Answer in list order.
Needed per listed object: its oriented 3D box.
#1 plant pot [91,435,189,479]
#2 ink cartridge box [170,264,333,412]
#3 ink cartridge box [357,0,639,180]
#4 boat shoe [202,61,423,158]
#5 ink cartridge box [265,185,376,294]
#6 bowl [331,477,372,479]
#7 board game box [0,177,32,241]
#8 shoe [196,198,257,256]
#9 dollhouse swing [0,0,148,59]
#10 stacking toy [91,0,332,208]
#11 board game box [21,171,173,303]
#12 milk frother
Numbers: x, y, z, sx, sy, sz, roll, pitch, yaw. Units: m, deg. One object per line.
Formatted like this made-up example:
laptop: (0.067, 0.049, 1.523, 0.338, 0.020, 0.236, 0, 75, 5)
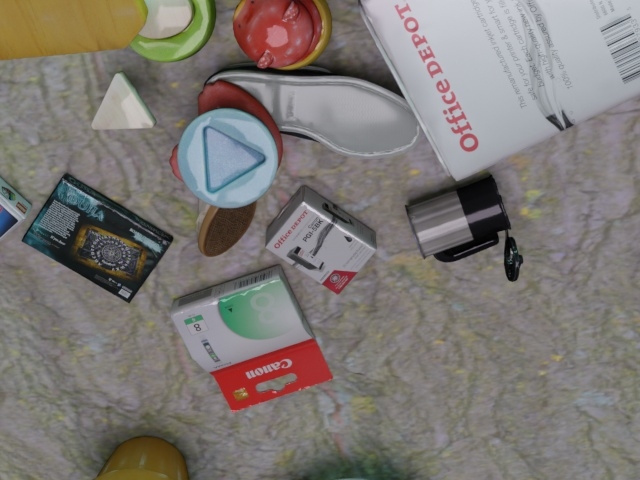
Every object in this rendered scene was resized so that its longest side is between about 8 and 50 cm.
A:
plant pot: (-0.283, 0.413, 1.995, 0.205, 0.188, 0.205, 0, 117, 0)
ink cartridge box: (-0.102, 0.163, 1.942, 0.181, 0.056, 0.224, -19, 114, 10)
ink cartridge box: (0.279, -0.299, 1.636, 0.395, 0.166, 0.285, -25, 114, 12)
boat shoe: (-0.009, -0.188, 1.739, 0.303, 0.091, 0.114, 14, 110, -4)
ink cartridge box: (0.000, 0.000, 1.854, 0.135, 0.056, 0.099, 33, 114, -16)
bowl: (0.050, 0.489, 2.060, 0.298, 0.134, 0.298, 0, 118, 0)
board game box: (-0.597, -0.014, 1.855, 0.305, 0.053, 0.193, -38, 110, 18)
shoe: (-0.129, -0.074, 1.824, 0.077, 0.058, 0.219, 0, 127, -35)
dollhouse swing: (-0.379, -0.438, 1.572, 0.347, 0.315, 0.305, -4, 157, 12)
stacking toy: (-0.153, -0.204, 1.621, 0.280, 0.130, 0.309, 18, 107, 0)
board game box: (-0.328, -0.002, 1.873, 0.186, 0.026, 0.126, 32, 113, -15)
milk frother: (0.207, -0.001, 1.803, 0.135, 0.143, 0.129, -20, 122, 8)
